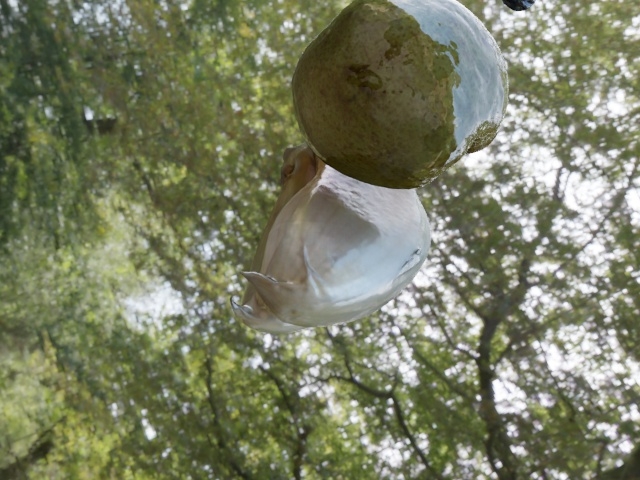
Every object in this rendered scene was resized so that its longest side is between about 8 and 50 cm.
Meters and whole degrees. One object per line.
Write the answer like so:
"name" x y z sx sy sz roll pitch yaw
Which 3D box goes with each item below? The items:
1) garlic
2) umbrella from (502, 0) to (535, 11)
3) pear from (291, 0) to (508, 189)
"garlic" 0.000 0.000 0.956 0.286 0.312 0.249 -12 -42 27
"umbrella" 0.198 -0.250 0.565 0.071 0.080 0.224 51 -6 6
"pear" 0.090 -0.157 0.816 0.228 0.188 0.211 -44 -112 19
